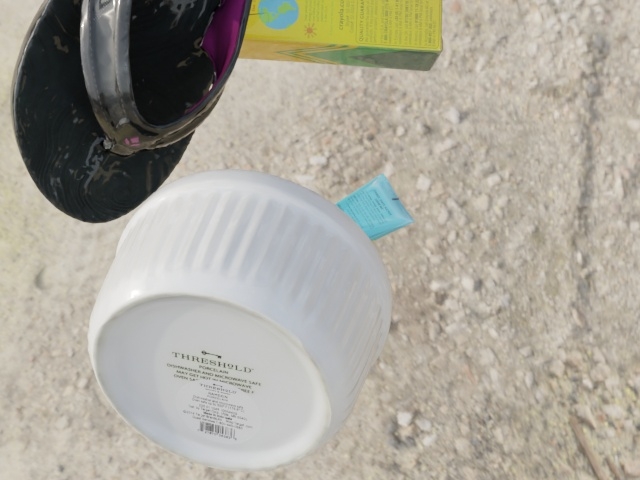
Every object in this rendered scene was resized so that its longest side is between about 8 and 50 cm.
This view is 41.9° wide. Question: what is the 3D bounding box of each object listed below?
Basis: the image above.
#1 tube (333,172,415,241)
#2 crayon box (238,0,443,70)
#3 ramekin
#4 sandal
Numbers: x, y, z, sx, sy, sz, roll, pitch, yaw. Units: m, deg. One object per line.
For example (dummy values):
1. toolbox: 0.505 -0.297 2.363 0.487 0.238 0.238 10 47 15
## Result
1. tube: 0.000 0.000 0.956 0.207 0.052 0.080 -30 61 0
2. crayon box: -0.003 -0.336 1.082 0.318 0.081 0.202 4 82 -4
3. ramekin: -0.059 0.065 0.580 0.207 0.207 0.109 -7 34 19
4. sandal: -0.120 -0.197 0.679 0.446 0.167 0.107 -58 35 17
